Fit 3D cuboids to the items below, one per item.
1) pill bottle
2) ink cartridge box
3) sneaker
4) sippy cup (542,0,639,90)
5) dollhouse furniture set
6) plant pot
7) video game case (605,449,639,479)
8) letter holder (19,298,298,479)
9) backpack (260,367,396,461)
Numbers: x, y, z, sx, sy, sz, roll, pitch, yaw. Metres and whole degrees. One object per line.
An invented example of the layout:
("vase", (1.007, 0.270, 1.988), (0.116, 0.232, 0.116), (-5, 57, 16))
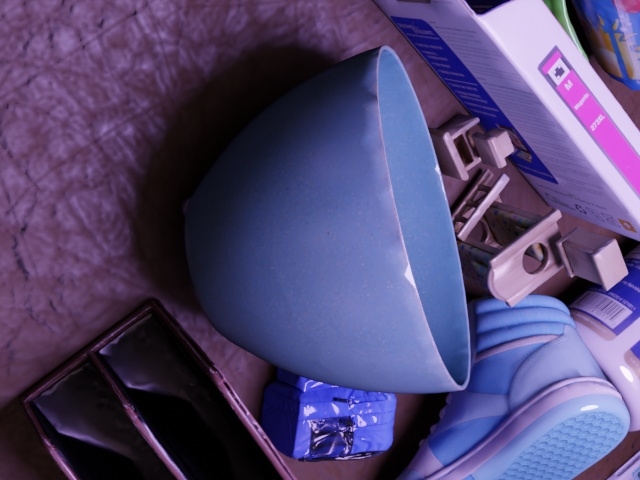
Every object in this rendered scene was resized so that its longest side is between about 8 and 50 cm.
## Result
("pill bottle", (0.391, 0.078, 1.065), (0.265, 0.153, 0.153), (-37, 115, -13))
("ink cartridge box", (0.188, -0.144, 0.897), (0.371, 0.176, 0.069), (41, 87, -28))
("sneaker", (0.167, 0.181, 1.007), (0.127, 0.208, 0.319), (26, 126, -33))
("sippy cup", (0.336, -0.278, 0.924), (0.305, 0.240, 0.224), (-19, 124, 9))
("dollhouse furniture set", (0.174, -0.024, 0.917), (0.101, 0.182, 0.161), (-35, 116, -14))
("plant pot", (0.000, 0.000, 0.814), (0.195, 0.290, 0.290), (-13, 112, 16))
("video game case", (0.433, 0.337, 1.226), (0.143, 0.019, 0.157), (-36, 114, -15))
("letter holder", (-0.097, 0.235, 0.829), (0.152, 0.214, 0.302), (-37, 116, -14))
("backpack", (0.016, 0.166, 0.935), (0.120, 0.098, 0.101), (6, 96, -26))
